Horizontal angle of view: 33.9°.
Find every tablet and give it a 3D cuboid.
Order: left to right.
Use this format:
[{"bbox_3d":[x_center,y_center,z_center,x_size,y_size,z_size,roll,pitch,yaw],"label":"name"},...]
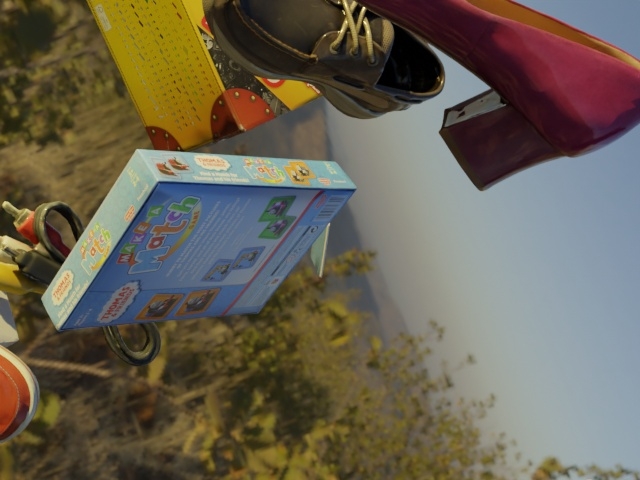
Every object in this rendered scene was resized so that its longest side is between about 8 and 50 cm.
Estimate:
[{"bbox_3d":[0.000,0.000,1.343,0.054,0.006,0.083,-114,-153,-55],"label":"tablet"}]

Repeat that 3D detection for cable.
[{"bbox_3d":[-0.316,0.051,1.379,0.287,0.139,0.072,38,-14,-34],"label":"cable"}]

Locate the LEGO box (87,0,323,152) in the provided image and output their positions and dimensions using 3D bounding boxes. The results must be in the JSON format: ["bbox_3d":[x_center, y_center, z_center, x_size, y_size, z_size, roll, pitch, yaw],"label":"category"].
[{"bbox_3d":[-0.137,-0.410,1.449,0.372,0.193,0.500,-32,102,-42],"label":"LEGO box"}]

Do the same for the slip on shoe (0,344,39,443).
[{"bbox_3d":[-0.408,0.119,0.893,0.101,0.331,0.123,-134,-117,-68],"label":"slip on shoe"}]

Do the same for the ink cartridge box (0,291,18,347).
[{"bbox_3d":[-0.546,0.098,1.362,0.168,0.232,0.171,0,67,-56],"label":"ink cartridge box"}]

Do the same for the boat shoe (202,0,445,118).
[{"bbox_3d":[0.019,-0.226,1.116,0.355,0.130,0.132,13,77,-55],"label":"boat shoe"}]

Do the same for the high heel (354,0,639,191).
[{"bbox_3d":[0.120,-0.220,0.829,0.377,0.181,0.127,52,26,-26],"label":"high heel"}]

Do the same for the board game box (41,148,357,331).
[{"bbox_3d":[-0.090,0.001,0.825,0.211,0.160,0.039,-2,49,-49],"label":"board game box"}]
